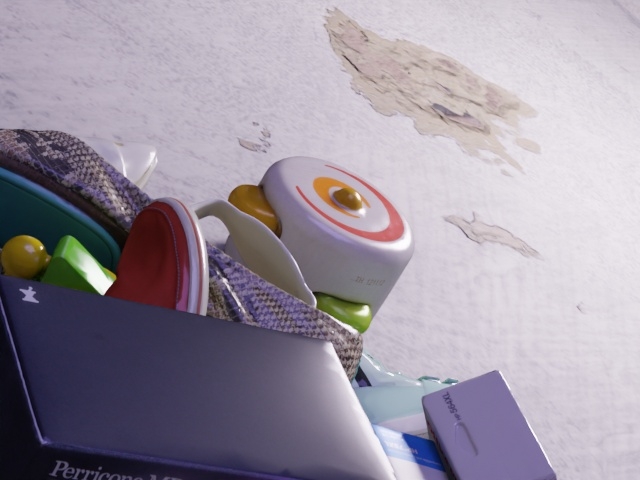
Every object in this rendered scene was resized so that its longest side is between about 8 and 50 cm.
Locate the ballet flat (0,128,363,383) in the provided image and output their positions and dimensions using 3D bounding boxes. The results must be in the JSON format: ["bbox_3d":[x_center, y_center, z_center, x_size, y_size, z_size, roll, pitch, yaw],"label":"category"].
[{"bbox_3d":[-0.163,0.009,1.758,0.483,0.164,0.182,36,56,2],"label":"ballet flat"}]

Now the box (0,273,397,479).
[{"bbox_3d":[-0.151,0.210,1.287,0.296,0.294,0.182,13,31,-33],"label":"box"}]

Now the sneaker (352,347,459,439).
[{"bbox_3d":[0.092,0.154,1.868,0.256,0.094,0.151,-3,48,-46],"label":"sneaker"}]

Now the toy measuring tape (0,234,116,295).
[{"bbox_3d":[-0.191,0.125,1.655,0.330,0.121,0.121,48,21,-19],"label":"toy measuring tape"}]

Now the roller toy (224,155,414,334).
[{"bbox_3d":[0.000,0.000,1.986,0.209,0.146,0.191,35,26,8],"label":"roller toy"}]

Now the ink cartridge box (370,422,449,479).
[{"bbox_3d":[0.067,0.291,1.562,0.078,0.134,0.231,19,28,-26],"label":"ink cartridge box"}]

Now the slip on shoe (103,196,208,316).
[{"bbox_3d":[-0.178,0.101,1.509,0.101,0.123,0.331,29,60,-26],"label":"slip on shoe"}]

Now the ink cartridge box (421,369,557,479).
[{"bbox_3d":[0.170,0.248,1.671,0.086,0.203,0.148,-19,43,-6],"label":"ink cartridge box"}]
